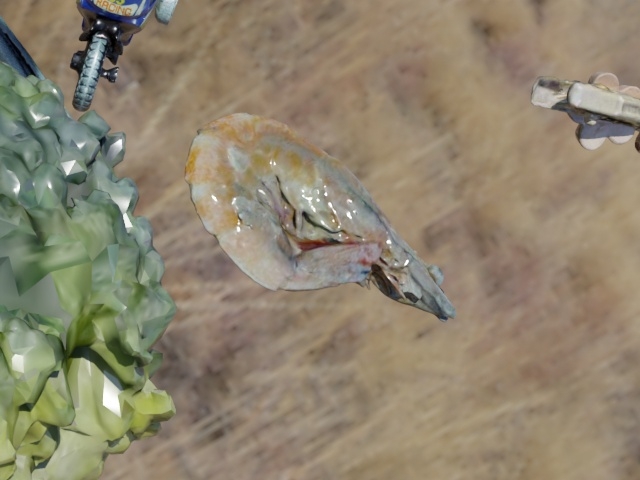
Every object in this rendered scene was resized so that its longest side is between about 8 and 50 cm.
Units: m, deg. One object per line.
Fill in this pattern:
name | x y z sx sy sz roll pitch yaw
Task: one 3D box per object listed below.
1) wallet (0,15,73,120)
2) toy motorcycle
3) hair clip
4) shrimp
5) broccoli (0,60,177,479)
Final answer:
wallet | -0.381 -0.052 1.619 0.237 0.342 0.075 55 27 19
toy motorcycle | -0.179 -0.272 1.650 0.113 0.169 0.315 18 53 -9
hair clip | 0.238 -0.086 1.243 0.214 0.062 0.056 9 7 -34
shrimp | 0.000 0.000 1.681 0.317 0.062 0.164 38 59 -11
broccoli | -0.227 0.035 0.727 0.293 0.348 0.281 -79 177 -57
